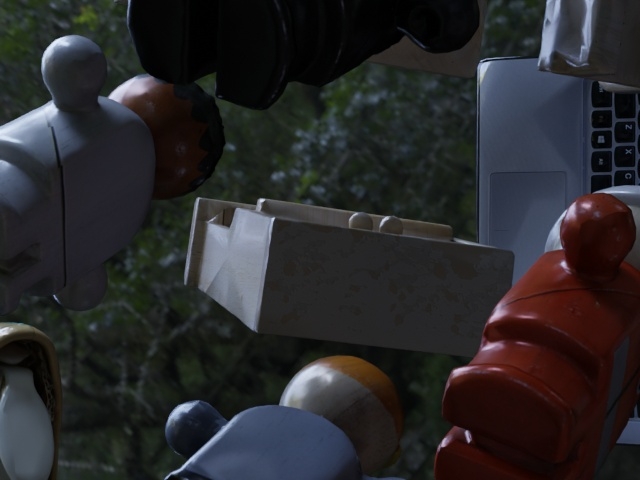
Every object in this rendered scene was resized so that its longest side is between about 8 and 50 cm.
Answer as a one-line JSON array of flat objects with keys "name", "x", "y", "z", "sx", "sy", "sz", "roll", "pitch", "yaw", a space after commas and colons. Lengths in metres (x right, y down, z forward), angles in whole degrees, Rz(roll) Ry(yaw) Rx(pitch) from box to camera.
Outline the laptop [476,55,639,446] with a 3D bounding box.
[{"name": "laptop", "x": 0.305, "y": 0.004, "z": 1.223, "sx": 0.236, "sy": 0.408, "sz": 0.382, "roll": 5, "pitch": -94, "yaw": -68}]

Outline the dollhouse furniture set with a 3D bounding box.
[{"name": "dollhouse furniture set", "x": 0.037, "y": -0.139, "z": 0.937, "sx": 0.362, "sy": 0.256, "sz": 0.394, "roll": 8, "pitch": -88, "yaw": -14}]

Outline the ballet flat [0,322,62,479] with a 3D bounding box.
[{"name": "ballet flat", "x": -0.157, "y": 0.148, "z": 0.646, "sx": 0.080, "sy": 0.073, "sz": 0.232, "roll": 10, "pitch": -111, "yaw": -38}]

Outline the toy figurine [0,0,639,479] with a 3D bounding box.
[{"name": "toy figurine", "x": 0.000, "y": 0.000, "z": 0.457, "sx": 0.209, "sy": 0.213, "sz": 0.148, "roll": -34, "pitch": 3, "yaw": 39}]
